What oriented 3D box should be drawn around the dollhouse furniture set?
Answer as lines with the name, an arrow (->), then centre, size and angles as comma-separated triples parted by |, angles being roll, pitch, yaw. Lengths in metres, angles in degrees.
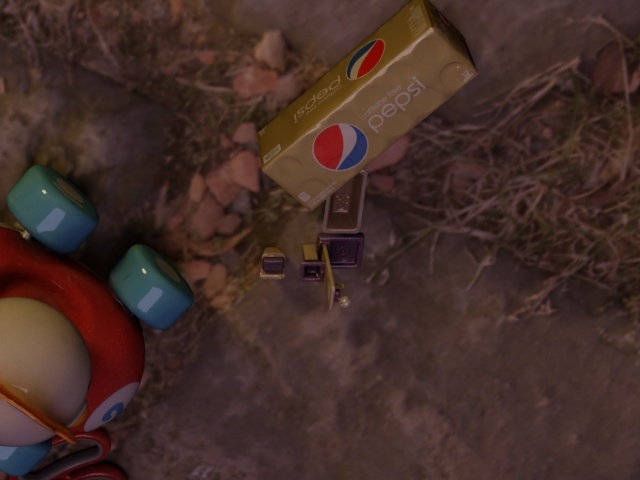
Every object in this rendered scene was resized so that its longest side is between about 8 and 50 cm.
dollhouse furniture set -> 0.000, 0.000, 1.237 | 0.091, 0.081, 0.114 | 1, 126, -8

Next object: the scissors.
scissors -> -0.322, 0.261, 1.427 | 0.297, 0.021, 0.109 | -24, 128, 11

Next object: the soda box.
soda box -> 0.035, -0.108, 1.178 | 0.181, 0.058, 0.061 | -38, 122, 20

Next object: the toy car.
toy car -> -0.221, 0.102, 1.154 | 0.219, 0.238, 0.210 | -45, 116, 7
